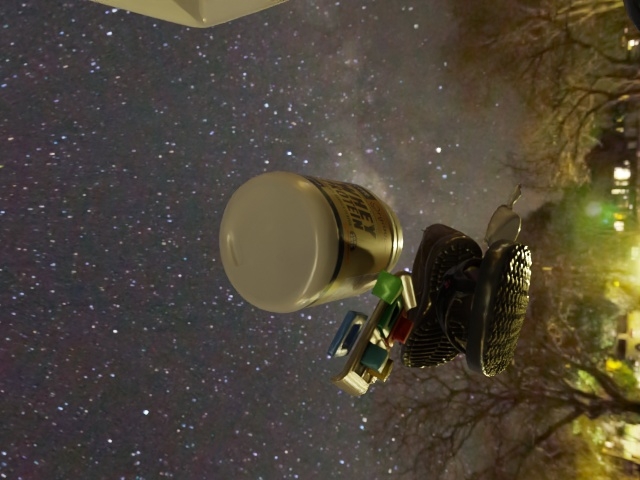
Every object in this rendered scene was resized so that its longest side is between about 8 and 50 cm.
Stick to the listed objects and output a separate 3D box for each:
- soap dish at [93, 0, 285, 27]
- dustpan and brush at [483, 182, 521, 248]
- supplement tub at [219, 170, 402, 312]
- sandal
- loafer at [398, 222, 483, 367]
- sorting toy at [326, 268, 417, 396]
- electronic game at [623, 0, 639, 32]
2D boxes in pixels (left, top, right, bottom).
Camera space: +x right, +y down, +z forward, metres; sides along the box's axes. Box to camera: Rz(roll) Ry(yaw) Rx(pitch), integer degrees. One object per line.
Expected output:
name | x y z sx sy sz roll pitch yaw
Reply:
soap dish | -0.083 -0.294 0.396 0.229 0.291 0.118 -24 -71 -60
dustpan and brush | 0.428 -0.047 1.060 0.211 0.060 0.147 -49 -41 -12
supplement tub | 0.000 0.000 0.840 0.316 0.229 0.228 -3 -86 -57
sandal | 0.242 0.114 0.694 0.446 0.107 0.167 39 -110 -60
loafer | 0.238 0.119 0.945 0.130 0.134 0.365 -99 14 -54
sorting toy | 0.102 0.160 0.722 0.195 0.047 0.347 -56 -25 -13
electronic game | 0.307 -0.150 0.266 0.048 0.230 0.229 72 -144 -53
